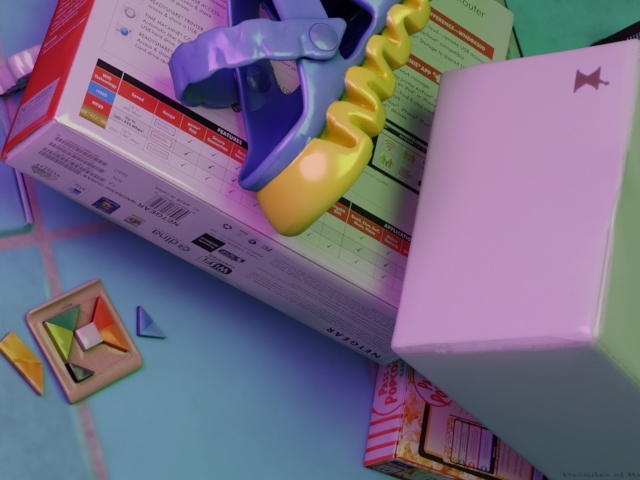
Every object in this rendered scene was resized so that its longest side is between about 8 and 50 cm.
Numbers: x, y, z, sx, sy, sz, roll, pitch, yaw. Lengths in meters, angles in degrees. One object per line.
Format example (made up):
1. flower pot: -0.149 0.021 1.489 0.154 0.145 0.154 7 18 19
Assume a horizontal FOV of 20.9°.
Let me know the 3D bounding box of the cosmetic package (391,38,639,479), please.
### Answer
1. cosmetic package: 0.246 0.070 1.315 0.453 0.161 0.230 42 52 -46

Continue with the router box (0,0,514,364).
1. router box: -0.028 -0.115 1.265 0.335 0.082 0.301 30 57 -24

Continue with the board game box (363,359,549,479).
1. board game box: 0.134 0.135 1.390 0.193 0.045 0.147 23 63 -26

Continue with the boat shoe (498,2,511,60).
1. boat shoe: 0.101 -0.186 1.468 0.153 0.056 0.048 16 62 -37

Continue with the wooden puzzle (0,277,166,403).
1. wooden puzzle: -0.166 0.071 1.227 0.116 0.014 0.079 -36 96 -37

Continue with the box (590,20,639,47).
1. box: 0.312 -0.075 1.546 0.060 0.100 0.244 3 73 -35

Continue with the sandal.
1. sandal: -0.002 -0.163 1.174 0.138 0.126 0.317 34 54 -16

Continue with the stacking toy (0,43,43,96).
1. stacking toy: -0.304 -0.159 1.191 0.221 0.052 0.167 -26 88 -35
